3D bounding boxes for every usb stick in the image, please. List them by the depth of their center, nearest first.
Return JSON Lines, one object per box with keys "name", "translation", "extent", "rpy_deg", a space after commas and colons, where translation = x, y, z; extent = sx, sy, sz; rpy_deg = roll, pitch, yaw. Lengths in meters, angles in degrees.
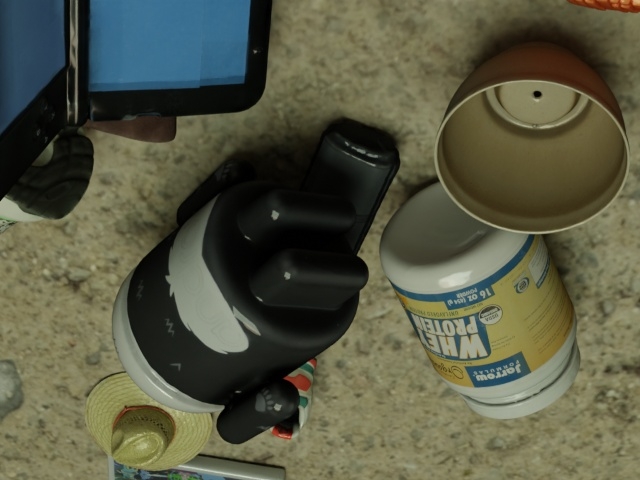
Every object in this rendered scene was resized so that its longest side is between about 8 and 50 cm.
{"name": "usb stick", "translation": [0.000, 0.000, 1.555], "extent": [0.077, 0.045, 0.278], "rpy_deg": [20, 132, -4]}

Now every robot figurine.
{"name": "robot figurine", "translation": [-0.073, 0.052, 1.491], "extent": [0.173, 0.209, 0.278], "rpy_deg": [40, 136, -13]}

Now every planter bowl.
{"name": "planter bowl", "translation": [0.183, -0.101, 1.387], "extent": [0.162, 0.109, 0.162], "rpy_deg": [6, 131, 7]}

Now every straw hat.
{"name": "straw hat", "translation": [-0.193, 0.211, 1.756], "extent": [0.144, 0.061, 0.144], "rpy_deg": [4, 122, 7]}

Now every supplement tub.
{"name": "supplement tub", "translation": [0.152, 0.054, 1.505], "extent": [0.144, 0.144, 0.199], "rpy_deg": [-13, 127, 22]}

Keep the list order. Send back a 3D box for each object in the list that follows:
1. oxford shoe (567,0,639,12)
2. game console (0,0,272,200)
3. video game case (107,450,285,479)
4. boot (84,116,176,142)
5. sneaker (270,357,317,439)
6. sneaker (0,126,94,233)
{"name": "oxford shoe", "translation": [0.255, -0.239, 1.270], "extent": [0.364, 0.130, 0.132], "rpy_deg": [15, 100, 7]}
{"name": "game console", "translation": [-0.151, -0.186, 1.247], "extent": [0.173, 0.250, 0.293], "rpy_deg": [12, 125, 11]}
{"name": "video game case", "translation": [-0.143, 0.312, 1.876], "extent": [0.201, 0.023, 0.183], "rpy_deg": [9, 132, 5]}
{"name": "boot", "translation": [-0.228, -0.181, 1.404], "extent": [0.248, 0.090, 0.207], "rpy_deg": [12, 135, -5]}
{"name": "sneaker", "translation": [-0.039, 0.176, 1.680], "extent": [0.057, 0.075, 0.161], "rpy_deg": [14, 150, 0]}
{"name": "sneaker", "translation": [-0.420, -0.113, 1.484], "extent": [0.410, 0.158, 0.182], "rpy_deg": [33, 139, -14]}
